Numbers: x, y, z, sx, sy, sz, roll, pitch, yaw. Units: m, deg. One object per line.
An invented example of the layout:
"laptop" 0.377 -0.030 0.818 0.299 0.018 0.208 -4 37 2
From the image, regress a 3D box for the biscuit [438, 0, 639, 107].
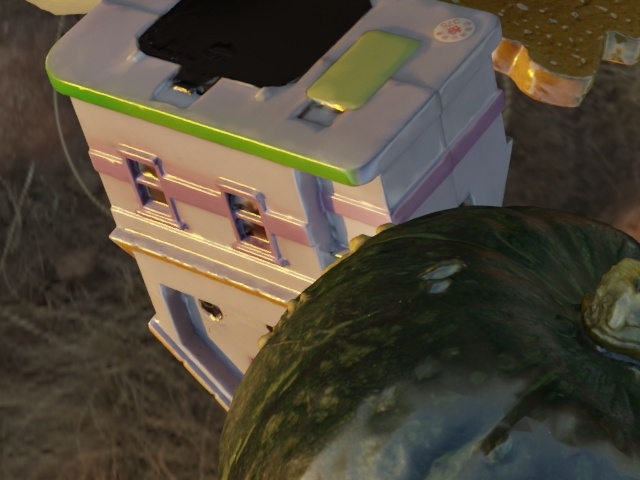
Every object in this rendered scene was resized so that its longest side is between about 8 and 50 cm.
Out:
"biscuit" 0.177 -0.188 1.243 0.238 0.212 0.041 -20 143 -26

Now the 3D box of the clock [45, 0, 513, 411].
"clock" 0.000 0.000 0.994 0.166 0.235 0.309 -46 140 -32

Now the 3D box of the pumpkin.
"pumpkin" 0.063 0.071 0.473 0.190 0.190 0.146 20 102 -17

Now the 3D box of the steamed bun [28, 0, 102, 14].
"steamed bun" -0.148 -0.291 1.133 0.272 0.273 0.290 -49 122 -8
